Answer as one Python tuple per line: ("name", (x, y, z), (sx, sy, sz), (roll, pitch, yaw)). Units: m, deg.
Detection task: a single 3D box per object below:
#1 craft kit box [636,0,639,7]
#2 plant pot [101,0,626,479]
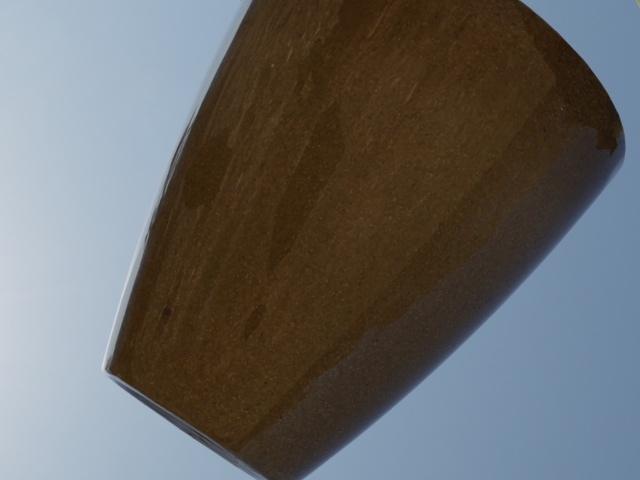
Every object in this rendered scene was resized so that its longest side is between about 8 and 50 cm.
("craft kit box", (0.282, -0.085, 0.543), (0.250, 0.246, 0.061), (16, -114, 49))
("plant pot", (0.000, 0.000, 0.642), (0.237, 0.237, 0.254), (23, -107, 40))
